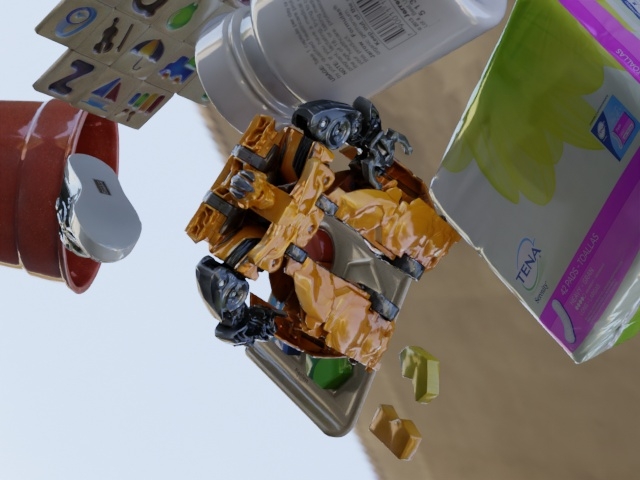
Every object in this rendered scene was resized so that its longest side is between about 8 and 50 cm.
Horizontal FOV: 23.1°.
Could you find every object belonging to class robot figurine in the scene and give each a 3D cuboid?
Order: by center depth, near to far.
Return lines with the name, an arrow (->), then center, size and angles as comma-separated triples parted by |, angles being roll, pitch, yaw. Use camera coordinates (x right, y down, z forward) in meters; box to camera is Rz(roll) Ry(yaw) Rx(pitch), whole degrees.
robot figurine -> 0.000, 0.000, 1.235 | 0.085, 0.211, 0.291 | 31, -2, 34

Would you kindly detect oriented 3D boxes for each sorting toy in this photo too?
sorting toy -> 0.029, 0.094, 1.714 | 0.041, 0.229, 0.307 | 12, 18, -39

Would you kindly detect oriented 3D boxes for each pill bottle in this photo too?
pill bottle -> 0.019, -0.174, 1.225 | 0.229, 0.131, 0.131 | -28, -69, 30

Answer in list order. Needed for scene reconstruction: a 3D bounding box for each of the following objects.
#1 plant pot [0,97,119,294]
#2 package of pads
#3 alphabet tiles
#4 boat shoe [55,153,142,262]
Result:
plant pot -> -0.432, -0.078, 2.099 | 0.265, 0.272, 0.272 | 7, -38, 6
package of pads -> 0.221, -0.066, 1.335 | 0.229, 0.101, 0.296 | 50, -35, 23
alphabet tiles -> -0.110, -0.240, 1.501 | 0.011, 0.342, 0.285 | 56, 18, 25
boat shoe -> -0.248, -0.019, 1.716 | 0.077, 0.219, 0.070 | 17, -69, -21
